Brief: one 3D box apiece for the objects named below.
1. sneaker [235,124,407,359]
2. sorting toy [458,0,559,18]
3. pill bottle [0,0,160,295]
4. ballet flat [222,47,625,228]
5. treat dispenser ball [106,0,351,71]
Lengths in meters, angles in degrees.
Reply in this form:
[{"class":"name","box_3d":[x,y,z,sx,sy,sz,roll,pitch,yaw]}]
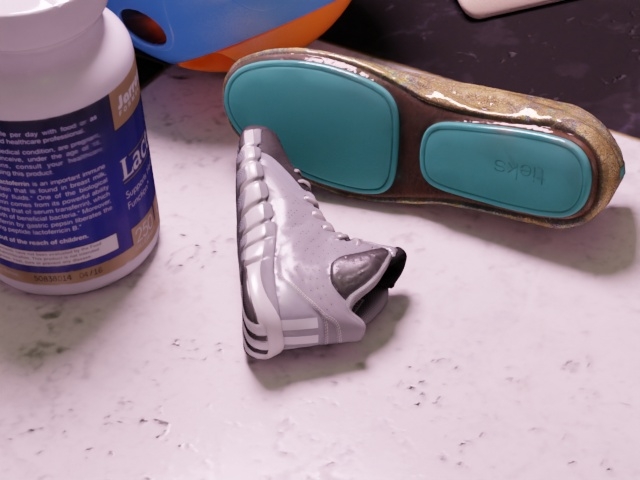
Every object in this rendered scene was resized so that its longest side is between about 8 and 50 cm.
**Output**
[{"class":"sneaker","box_3d":[0.000,0.000,1.503,0.132,0.086,0.228,-2,49,-4]},{"class":"sorting toy","box_3d":[0.197,-0.302,1.870,0.193,0.038,0.208,-13,40,-10]},{"class":"pill bottle","box_3d":[-0.215,-0.099,1.490,0.153,0.264,0.153,-3,40,3]},{"class":"ballet flat","box_3d":[0.088,-0.088,1.580,0.349,0.123,0.123,14,43,23]},{"class":"treat dispenser ball","box_3d":[-0.091,-0.295,1.696,0.288,0.288,0.288,-3,39,2]}]
